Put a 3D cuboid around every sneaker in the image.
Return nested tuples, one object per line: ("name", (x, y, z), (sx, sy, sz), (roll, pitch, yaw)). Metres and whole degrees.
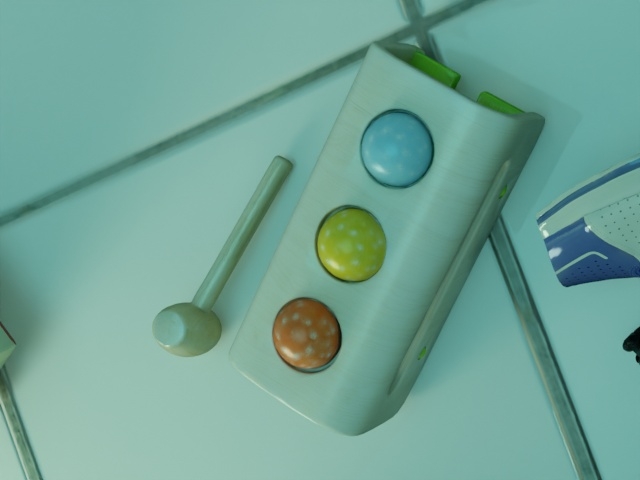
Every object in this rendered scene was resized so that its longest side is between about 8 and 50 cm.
("sneaker", (0.312, 0.003, 1.053), (0.315, 0.127, 0.182), (-21, 84, 24))

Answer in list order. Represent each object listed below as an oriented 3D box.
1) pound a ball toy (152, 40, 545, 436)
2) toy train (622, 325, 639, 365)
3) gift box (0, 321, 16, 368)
("pound a ball toy", (0.000, 0.000, 1.200), (0.208, 0.136, 0.319), (32, 108, 19))
("toy train", (0.266, 0.103, 1.098), (0.036, 0.027, 0.158), (-46, 36, 5))
("gift box", (-0.449, 0.099, 1.368), (0.255, 0.258, 0.276), (55, 134, 9))
